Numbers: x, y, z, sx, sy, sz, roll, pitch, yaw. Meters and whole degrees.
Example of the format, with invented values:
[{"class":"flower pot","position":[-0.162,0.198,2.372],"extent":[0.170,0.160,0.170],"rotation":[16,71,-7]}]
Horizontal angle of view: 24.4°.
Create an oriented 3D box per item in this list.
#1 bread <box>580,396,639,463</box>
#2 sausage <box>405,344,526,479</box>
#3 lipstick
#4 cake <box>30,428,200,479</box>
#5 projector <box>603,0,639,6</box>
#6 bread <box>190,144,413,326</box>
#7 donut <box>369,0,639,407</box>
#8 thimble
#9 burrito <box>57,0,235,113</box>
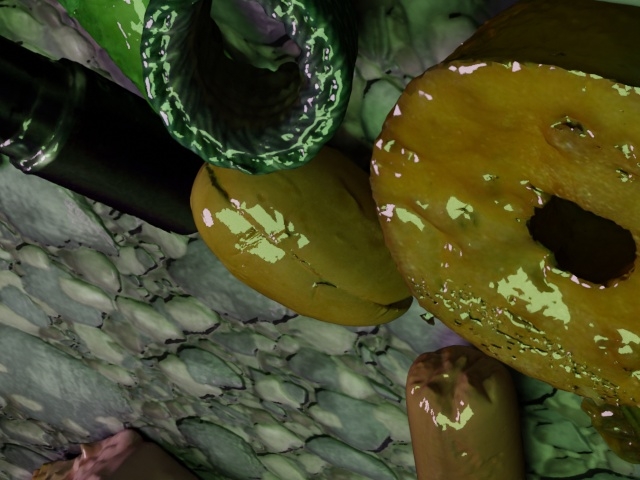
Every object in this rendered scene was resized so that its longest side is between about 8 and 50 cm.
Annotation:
[{"class":"bread","position":[0.216,0.112,1.021],"extent":[0.066,0.060,0.110],"rotation":[-27,124,16]},{"class":"sausage","position":[0.118,0.185,1.154],"extent":[0.086,0.086,0.289],"rotation":[12,143,22]},{"class":"lipstick","position":[-0.185,-0.084,0.947],"extent":[0.299,0.081,0.081],"rotation":[25,153,-37]},{"class":"cake","position":[-0.222,0.391,1.465],"extent":[0.293,0.314,0.306],"rotation":[39,135,-18]},{"class":"projector","position":[0.151,-0.162,0.682],"extent":[0.337,0.108,0.108],"rotation":[12,142,22]},{"class":"bread","position":[0.000,0.000,0.986],"extent":[0.189,0.077,0.114],"rotation":[32,110,-22]},{"class":"donut","position":[0.161,-0.027,0.839],"extent":[0.277,0.108,0.278],"rotation":[19,144,14]},{"class":"thimble","position":[-0.040,-0.114,0.857],"extent":[0.118,0.090,0.135],"rotation":[-15,122,13]},{"class":"burrito","position":[-0.131,-0.174,0.908],"extent":[0.104,0.054,0.288],"rotation":[-15,125,42]}]
